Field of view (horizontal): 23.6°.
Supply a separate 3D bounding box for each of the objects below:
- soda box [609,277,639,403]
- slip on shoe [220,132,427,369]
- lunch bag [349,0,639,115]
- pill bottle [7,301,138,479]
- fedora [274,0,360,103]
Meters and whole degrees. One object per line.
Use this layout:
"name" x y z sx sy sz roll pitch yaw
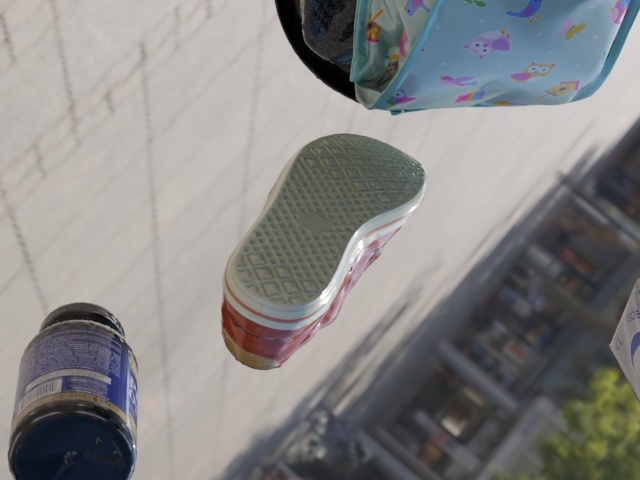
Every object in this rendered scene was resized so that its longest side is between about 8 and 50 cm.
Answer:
"soda box" 0.404 0.072 1.326 0.286 0.091 0.098 -8 141 -16
"slip on shoe" 0.000 0.000 1.368 0.331 0.123 0.101 -53 167 -51
"lunch bag" 0.159 -0.219 1.375 0.223 0.160 0.262 -5 143 -21
"pill bottle" -0.243 0.156 1.528 0.123 0.122 0.219 -53 -159 21
"fedora" 0.068 -0.290 1.574 0.334 0.334 0.152 -54 169 23
